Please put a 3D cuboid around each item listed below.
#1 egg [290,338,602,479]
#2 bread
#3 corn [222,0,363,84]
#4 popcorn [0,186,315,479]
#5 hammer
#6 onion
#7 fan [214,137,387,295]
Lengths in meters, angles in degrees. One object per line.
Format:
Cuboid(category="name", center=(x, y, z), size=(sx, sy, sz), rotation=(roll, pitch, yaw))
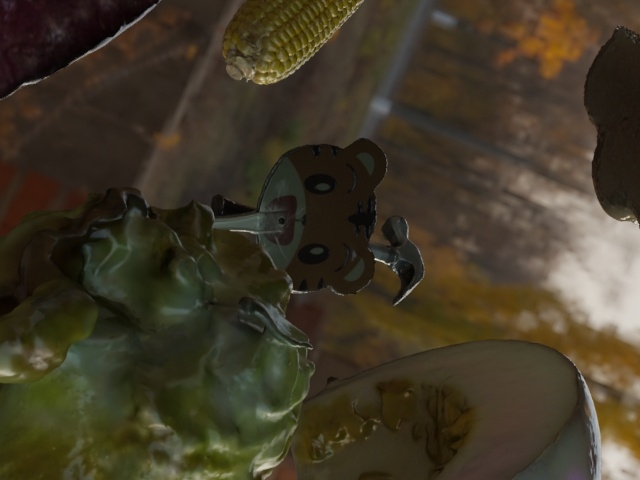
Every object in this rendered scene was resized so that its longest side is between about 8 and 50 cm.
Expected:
Cuboid(category="egg", center=(0.102, 0.184, 1.311), size=(0.206, 0.162, 0.271), rotation=(-26, -160, -16))
Cuboid(category="bread", center=(0.357, -0.082, 1.894), size=(0.183, 0.102, 0.337), rotation=(-64, -147, 15))
Cuboid(category="corn", center=(0.000, -0.195, 1.488), size=(0.206, 0.067, 0.067), rotation=(-46, 170, -20))
Cuboid(category="popcorn", center=(-0.103, 0.059, 0.934), size=(0.212, 0.198, 0.198), rotation=(50, 57, -50))
Cuboid(category="hammer", center=(0.000, 0.000, 1.839), size=(0.029, 0.246, 0.103), rotation=(-48, -136, 32))
Cuboid(category="onion", center=(-0.200, -0.170, 1.063), size=(0.247, 0.250, 0.111), rotation=(-45, 126, -41))
Cuboid(category="fan", center=(-0.037, -0.019, 1.773), size=(0.008, 0.226, 0.153), rotation=(23, -68, 56))
